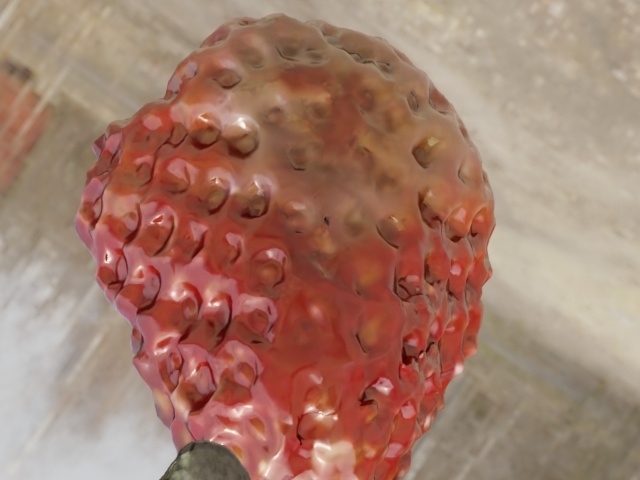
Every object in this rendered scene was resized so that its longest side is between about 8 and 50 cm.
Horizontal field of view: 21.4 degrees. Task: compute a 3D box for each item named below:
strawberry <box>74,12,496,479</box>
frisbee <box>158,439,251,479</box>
[{"bbox_3d":[0.000,0.000,1.009,0.265,0.149,0.336,20,-138,-20],"label":"strawberry"},{"bbox_3d":[-0.119,0.106,0.495,0.187,0.211,0.012,52,153,-21],"label":"frisbee"}]
